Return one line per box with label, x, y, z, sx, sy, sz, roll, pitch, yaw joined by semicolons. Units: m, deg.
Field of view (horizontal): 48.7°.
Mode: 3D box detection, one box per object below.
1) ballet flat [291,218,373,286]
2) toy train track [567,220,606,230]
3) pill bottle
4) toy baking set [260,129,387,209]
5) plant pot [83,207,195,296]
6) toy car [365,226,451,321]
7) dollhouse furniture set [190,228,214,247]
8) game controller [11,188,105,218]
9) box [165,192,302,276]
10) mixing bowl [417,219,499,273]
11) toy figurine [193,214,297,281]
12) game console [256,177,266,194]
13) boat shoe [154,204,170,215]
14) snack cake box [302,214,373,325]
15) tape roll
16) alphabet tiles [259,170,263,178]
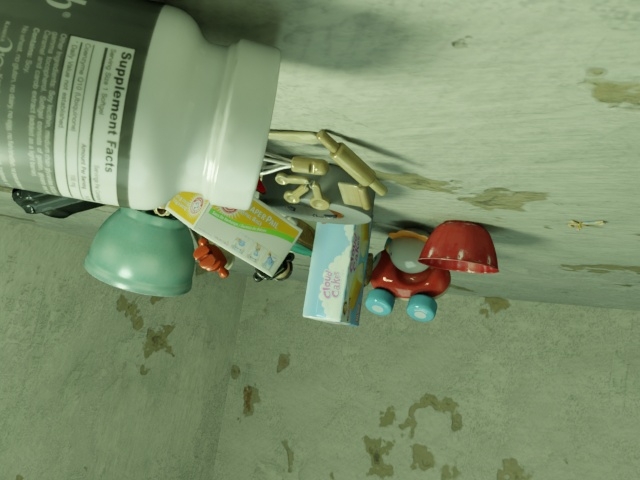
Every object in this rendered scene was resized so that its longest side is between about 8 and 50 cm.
ballet flat;0.000;0.000;1.696;0.342;0.124;0.116;30;166;-26
toy train track;0.517;-0.028;1.377;0.048;0.014;0.083;13;170;-28
pill bottle;-0.234;-0.145;0.709;0.363;0.210;0.210;10;172;-9
toy baking set;-0.021;-0.111;1.133;0.197;0.030;0.256;-12;141;37
plant pot;-0.465;0.003;1.899;0.293;0.196;0.293;17;-167;-4
toy car;0.209;0.040;1.750;0.210;0.219;0.238;7;143;22
dollhouse furniture set;-0.303;-0.058;2.054;0.151;0.123;0.144;-25;-178;-17
game controller;-0.447;-0.108;1.421;0.319;0.067;0.166;-13;174;14
box;-0.150;-0.037;1.243;0.203;0.103;0.114;35;177;-42
mixing bowl;0.314;0.012;1.584;0.181;0.098;0.181;9;173;1
toy figurine;-0.152;-0.017;1.520;0.213;0.209;0.148;7;178;11
game console;-0.177;-0.126;1.178;0.124;0.085;0.144;-8;161;31
boat shoe;-0.403;-0.092;1.803;0.063;0.059;0.170;10;172;-6
snack cake box;0.043;0.050;1.562;0.089;0.264;0.152;6;172;17
tape roll;-0.006;-0.088;1.345;0.219;0.072;0.219;9;173;1
alphabet tiles;-0.222;-0.157;1.330;0.198;0.009;0.237;8;171;12
